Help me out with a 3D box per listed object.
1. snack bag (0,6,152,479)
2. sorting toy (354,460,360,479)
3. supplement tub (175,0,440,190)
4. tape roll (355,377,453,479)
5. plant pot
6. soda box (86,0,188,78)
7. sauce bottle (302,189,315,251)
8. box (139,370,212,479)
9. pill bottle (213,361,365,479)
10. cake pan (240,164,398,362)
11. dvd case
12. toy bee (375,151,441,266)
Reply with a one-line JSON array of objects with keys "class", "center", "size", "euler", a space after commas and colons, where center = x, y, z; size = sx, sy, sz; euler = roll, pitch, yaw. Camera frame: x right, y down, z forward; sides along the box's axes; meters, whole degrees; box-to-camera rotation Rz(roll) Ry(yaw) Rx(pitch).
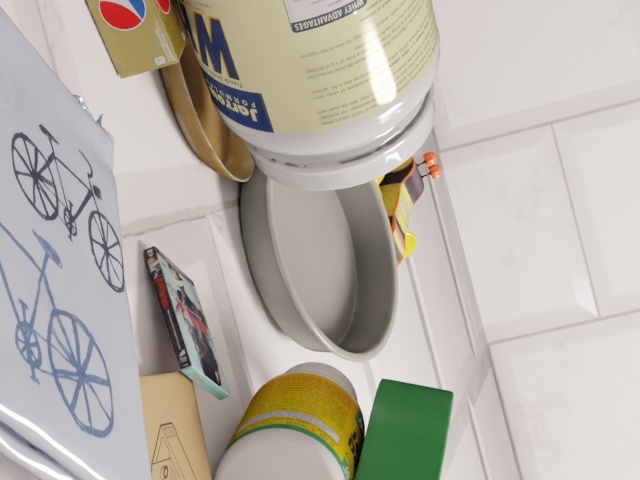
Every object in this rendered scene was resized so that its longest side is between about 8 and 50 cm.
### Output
[{"class": "snack bag", "center": [-0.201, -0.019, 0.824], "size": [0.323, 0.037, 0.343], "euler": [56, 19, -56]}, {"class": "sorting toy", "center": [0.003, 0.226, 1.386], "size": [0.102, 0.061, 0.042], "euler": [56, 7, 19]}, {"class": "supplement tub", "center": [-0.015, -0.231, 1.224], "size": [0.235, 0.235, 0.325], "euler": [-90, 167, -46]}, {"class": "tape roll", "center": [0.066, 0.298, 1.260], "size": [0.321, 0.077, 0.321], "euler": [11, 90, -83]}, {"class": "plant pot", "center": [-0.122, -0.172, 1.339], "size": [0.236, 0.032, 0.236], "euler": [-14, 90, -78]}, {"class": "soda box", "center": [-0.176, -0.237, 1.116], "size": [0.061, 0.058, 0.181], "euler": [-84, 156, -58]}, {"class": "sauce bottle", "center": [-0.027, -0.007, 1.541], "size": [0.042, 0.042, 0.128], "euler": [34, 42, -71]}, {"class": "box", "center": [-0.116, 0.203, 0.993], "size": [0.164, 0.021, 0.201], "euler": [13, 65, -76]}, {"class": "pill bottle", "center": [-0.021, 0.190, 1.191], "size": [0.208, 0.117, 0.118], "euler": [-61, 136, -72]}, {"class": "cake pan", "center": [0.000, 0.000, 1.486], "size": [0.293, 0.054, 0.293], "euler": [36, 47, -50]}, {"class": "dvd case", "center": [-0.114, 0.071, 1.104], "size": [0.119, 0.013, 0.087], "euler": [68, 8, 29]}, {"class": "toy bee", "center": [0.092, -0.072, 1.855], "size": [0.195, 0.162, 0.298], "euler": [46, 32, -62]}]
